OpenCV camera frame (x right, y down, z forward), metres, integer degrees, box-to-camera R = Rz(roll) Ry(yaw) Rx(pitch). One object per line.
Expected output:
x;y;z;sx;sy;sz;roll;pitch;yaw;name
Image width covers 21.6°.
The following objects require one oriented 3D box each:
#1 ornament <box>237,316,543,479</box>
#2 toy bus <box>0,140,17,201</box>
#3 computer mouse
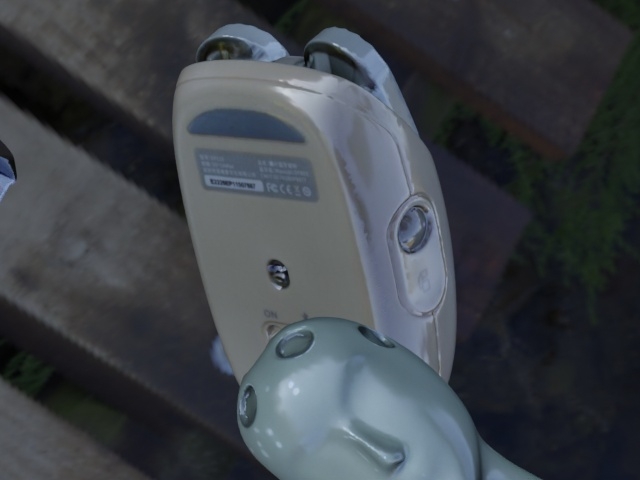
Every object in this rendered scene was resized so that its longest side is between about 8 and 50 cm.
0.040;0.087;0.650;0.156;0.081;0.075;34;93;2;ornament
-0.279;-0.057;1.053;0.172;0.057;0.072;25;101;-35;toy bus
0.000;0.000;0.887;0.082;0.145;0.236;-35;121;-43;computer mouse
